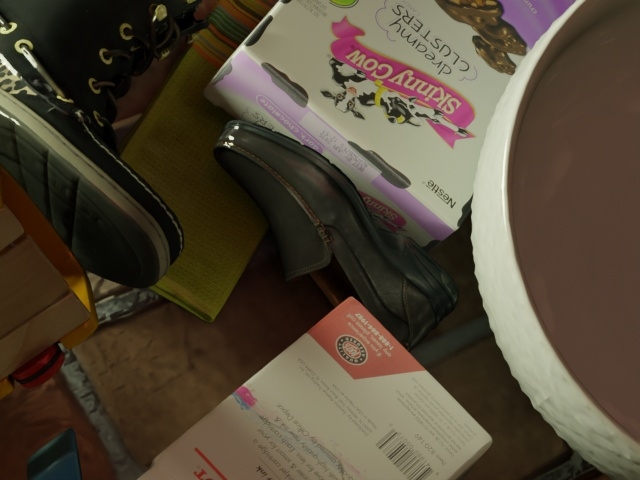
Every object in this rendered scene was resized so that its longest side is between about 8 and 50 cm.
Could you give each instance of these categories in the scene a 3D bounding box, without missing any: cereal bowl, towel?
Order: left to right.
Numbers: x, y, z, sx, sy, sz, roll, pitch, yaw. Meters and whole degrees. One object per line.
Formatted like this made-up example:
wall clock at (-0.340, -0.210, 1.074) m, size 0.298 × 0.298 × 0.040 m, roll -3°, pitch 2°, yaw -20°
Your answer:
towel at (-0.053, -0.067, 1.182) m, size 0.102 × 0.021 × 0.237 m, roll 29°, pitch 59°, yaw 1°
cereal bowl at (0.239, 0.007, 1.140) m, size 0.339 × 0.141 × 0.339 m, roll 5°, pitch 71°, yaw -14°

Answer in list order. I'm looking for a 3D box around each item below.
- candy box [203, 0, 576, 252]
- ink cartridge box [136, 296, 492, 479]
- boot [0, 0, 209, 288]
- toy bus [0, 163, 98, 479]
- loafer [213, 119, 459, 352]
candy box at (0.053, -0.111, 1.193) m, size 0.165 × 0.070 × 0.196 m, roll 40°, pitch 59°, yaw -6°
ink cartridge box at (-0.018, 0.136, 1.057) m, size 0.115 × 0.067 × 0.198 m, roll 46°, pitch 58°, yaw 10°
boot at (-0.119, -0.091, 1.121) m, size 0.236 × 0.085 × 0.178 m, roll 38°, pitch 56°, yaw 25°
toy bus at (-0.215, 0.049, 1.022) m, size 0.202 × 0.191 × 0.104 m, roll 9°, pitch 17°, yaw -13°
loafer at (0.000, 0.000, 1.132) m, size 0.170 × 0.062 × 0.061 m, roll 40°, pitch 68°, yaw 0°
